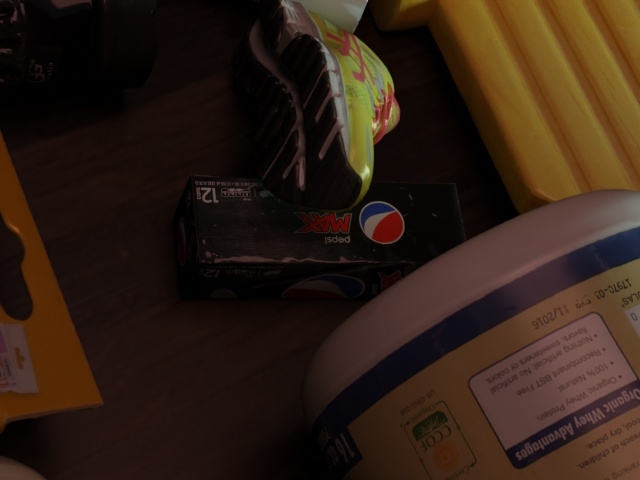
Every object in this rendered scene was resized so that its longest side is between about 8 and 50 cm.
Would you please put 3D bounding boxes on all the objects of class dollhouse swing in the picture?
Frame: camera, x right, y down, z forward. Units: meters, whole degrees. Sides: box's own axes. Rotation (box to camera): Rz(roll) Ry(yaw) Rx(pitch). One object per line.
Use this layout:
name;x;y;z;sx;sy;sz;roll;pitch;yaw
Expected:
dollhouse swing;0.234;-0.220;0.984;0.347;0.315;0.305;-10;48;-23

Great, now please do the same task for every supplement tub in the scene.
supplement tub;0.152;0.158;0.784;0.228;0.228;0.316;-20;72;-26

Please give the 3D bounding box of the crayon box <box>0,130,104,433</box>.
crayon box;-0.292;0.036;0.744;0.323;0.083;0.203;-6;61;-37

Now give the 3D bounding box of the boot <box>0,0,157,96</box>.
boot;-0.255;-0.228;0.900;0.260;0.131;0.348;-8;67;-22

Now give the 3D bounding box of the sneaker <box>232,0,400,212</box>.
sneaker;0.012;-0.081;0.914;0.094;0.081;0.208;21;29;-23

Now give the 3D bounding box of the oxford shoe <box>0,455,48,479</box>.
oxford shoe;-0.286;0.214;0.627;0.449;0.169;0.130;-16;40;-32

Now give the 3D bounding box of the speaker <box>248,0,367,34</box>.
speaker;-0.033;-0.179;0.994;0.136;0.055;0.055;20;60;-9

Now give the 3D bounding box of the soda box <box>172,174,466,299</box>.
soda box;0.000;0.000;0.915;0.169;0.053;0.060;1;64;-18
